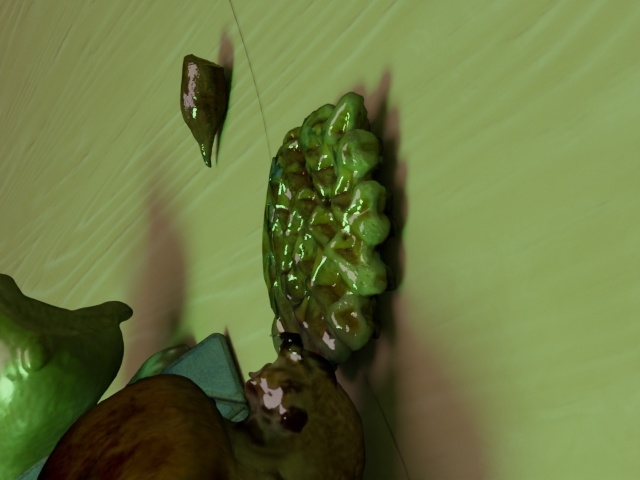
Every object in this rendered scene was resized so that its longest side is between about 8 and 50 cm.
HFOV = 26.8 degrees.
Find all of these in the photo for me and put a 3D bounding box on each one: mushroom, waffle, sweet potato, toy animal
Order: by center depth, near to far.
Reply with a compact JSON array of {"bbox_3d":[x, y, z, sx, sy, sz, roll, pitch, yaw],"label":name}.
[{"bbox_3d":[-0.068,0.252,0.970,0.345,0.260,0.345,163,90,-89],"label":"mushroom"},{"bbox_3d":[-0.002,0.000,1.082,0.204,0.054,0.223,162,109,-64],"label":"waffle"},{"bbox_3d":[-0.117,-0.132,1.375,0.049,0.049,0.117,-153,58,-64],"label":"sweet potato"},{"bbox_3d":[-0.337,0.208,1.470,0.180,0.181,0.363,-99,29,-56],"label":"toy animal"}]

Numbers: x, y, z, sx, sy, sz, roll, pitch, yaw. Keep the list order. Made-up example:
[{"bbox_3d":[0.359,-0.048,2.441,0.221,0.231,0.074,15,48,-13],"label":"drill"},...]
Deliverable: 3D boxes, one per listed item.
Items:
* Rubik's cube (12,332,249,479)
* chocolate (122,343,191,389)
[{"bbox_3d":[-0.139,0.256,1.257,0.228,0.228,0.233,-38,-2,13],"label":"Rubik's cube"},{"bbox_3d":[-0.202,0.224,1.466,0.254,0.080,0.156,131,136,-54],"label":"chocolate"}]
